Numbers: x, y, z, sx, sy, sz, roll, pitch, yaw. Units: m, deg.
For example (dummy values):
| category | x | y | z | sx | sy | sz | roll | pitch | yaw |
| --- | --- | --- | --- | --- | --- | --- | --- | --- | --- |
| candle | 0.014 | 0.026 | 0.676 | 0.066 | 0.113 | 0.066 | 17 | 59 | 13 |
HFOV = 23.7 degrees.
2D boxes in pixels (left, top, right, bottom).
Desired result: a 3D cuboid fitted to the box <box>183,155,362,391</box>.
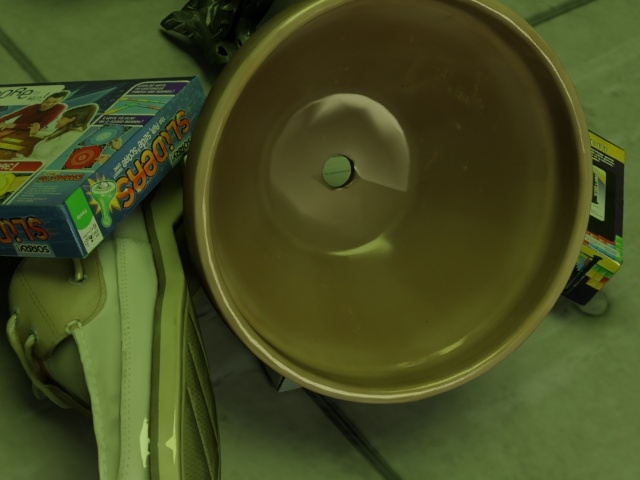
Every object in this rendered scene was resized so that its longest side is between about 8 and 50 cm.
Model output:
| category | x | y | z | sx | sy | sz | roll | pitch | yaw |
| --- | --- | --- | --- | --- | --- | --- | --- | --- | --- |
| box | 0.000 | 0.000 | 0.977 | 0.145 | 0.038 | 0.186 | -11 | 56 | -31 |

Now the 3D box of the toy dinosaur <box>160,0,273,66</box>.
| category | x | y | z | sx | sy | sz | roll | pitch | yaw |
| --- | --- | --- | --- | --- | --- | --- | --- | --- | --- |
| toy dinosaur | -0.008 | -0.218 | 1.031 | 0.164 | 0.218 | 0.322 | 13 | 36 | -8 |

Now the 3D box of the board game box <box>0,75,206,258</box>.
| category | x | y | z | sx | sy | sz | roll | pitch | yaw |
| --- | --- | --- | --- | --- | --- | --- | --- | --- | --- |
| board game box | -0.178 | -0.044 | 0.863 | 0.201 | 0.035 | 0.136 | 2 | 35 | 33 |

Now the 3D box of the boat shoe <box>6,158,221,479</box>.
| category | x | y | z | sx | sy | sz | roll | pitch | yaw |
| --- | --- | --- | --- | --- | --- | --- | --- | --- | --- |
| boat shoe | -0.116 | 0.052 | 0.839 | 0.103 | 0.113 | 0.302 | -10 | 38 | -1 |

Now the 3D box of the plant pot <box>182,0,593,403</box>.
| category | x | y | z | sx | sy | sz | roll | pitch | yaw |
| --- | --- | --- | --- | --- | --- | --- | --- | --- | --- |
| plant pot | 0.028 | -0.033 | 0.881 | 0.237 | 0.237 | 0.110 | 4 | 9 | -20 |

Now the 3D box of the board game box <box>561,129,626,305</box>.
| category | x | y | z | sx | sy | sz | roll | pitch | yaw |
| --- | --- | --- | --- | --- | --- | --- | --- | --- | --- |
| board game box | 0.124 | -0.049 | 1.037 | 0.170 | 0.048 | 0.141 | 29 | 35 | -9 |
